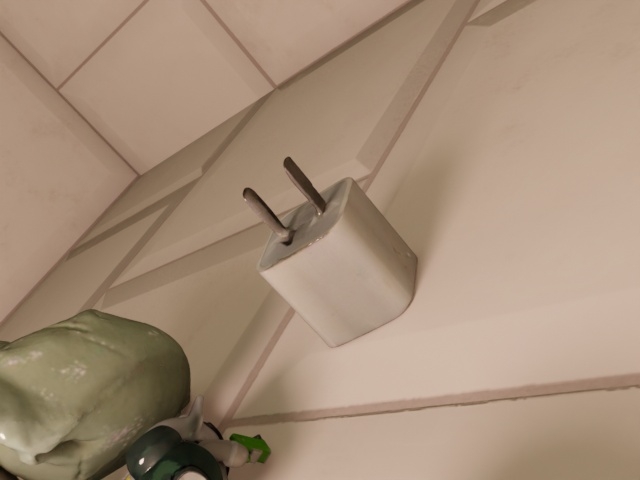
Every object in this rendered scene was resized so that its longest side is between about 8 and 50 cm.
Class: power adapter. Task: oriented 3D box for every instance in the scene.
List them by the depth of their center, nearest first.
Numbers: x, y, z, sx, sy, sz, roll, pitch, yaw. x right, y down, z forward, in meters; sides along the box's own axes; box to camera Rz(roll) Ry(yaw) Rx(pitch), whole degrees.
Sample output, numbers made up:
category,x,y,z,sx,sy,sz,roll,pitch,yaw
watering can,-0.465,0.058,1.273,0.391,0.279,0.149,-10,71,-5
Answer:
category,x,y,z,sx,sy,sz,roll,pitch,yaw
power adapter,0.000,0.000,0.810,0.130,0.205,0.125,-29,24,28

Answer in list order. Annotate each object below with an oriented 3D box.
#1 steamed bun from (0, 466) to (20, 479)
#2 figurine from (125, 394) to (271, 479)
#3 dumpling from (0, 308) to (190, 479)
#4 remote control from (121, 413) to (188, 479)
category,x,y,z,sx,sy,sz,roll,pitch,yaw
steamed bun,-0.485,0.385,0.751,0.374,0.374,0.241,-37,58,13
figurine,-0.137,0.232,0.707,0.147,0.126,0.192,-52,12,-10
dumpling,-0.296,0.191,0.844,0.270,0.321,0.212,-2,57,-4
remote control,-0.224,0.315,0.824,0.250,0.034,0.103,-47,21,-15
